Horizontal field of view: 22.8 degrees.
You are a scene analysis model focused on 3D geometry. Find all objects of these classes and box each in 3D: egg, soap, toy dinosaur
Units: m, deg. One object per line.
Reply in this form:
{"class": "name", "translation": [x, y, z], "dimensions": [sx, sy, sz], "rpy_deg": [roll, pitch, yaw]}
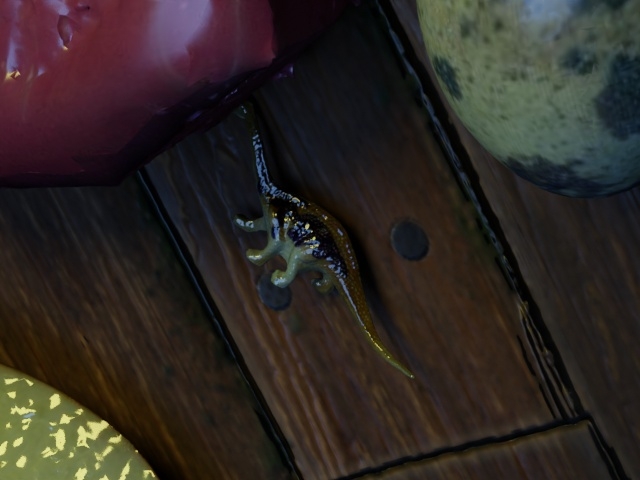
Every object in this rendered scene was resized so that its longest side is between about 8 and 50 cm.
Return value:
{"class": "egg", "translation": [0.114, -0.101, 0.695], "dimensions": [0.141, 0.141, 0.182], "rpy_deg": [6, 123, 29]}
{"class": "soap", "translation": [-0.145, -0.140, 0.834], "dimensions": [0.325, 0.127, 0.220], "rpy_deg": [1, 106, 33]}
{"class": "toy dinosaur", "translation": [-0.010, 0.007, 0.878], "dimensions": [0.180, 0.037, 0.058], "rpy_deg": [52, 132, 2]}

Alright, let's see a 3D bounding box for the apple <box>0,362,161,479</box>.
{"class": "apple", "translation": [-0.207, 0.204, 1.001], "dimensions": [0.346, 0.179, 0.254], "rpy_deg": [40, 113, 12]}
